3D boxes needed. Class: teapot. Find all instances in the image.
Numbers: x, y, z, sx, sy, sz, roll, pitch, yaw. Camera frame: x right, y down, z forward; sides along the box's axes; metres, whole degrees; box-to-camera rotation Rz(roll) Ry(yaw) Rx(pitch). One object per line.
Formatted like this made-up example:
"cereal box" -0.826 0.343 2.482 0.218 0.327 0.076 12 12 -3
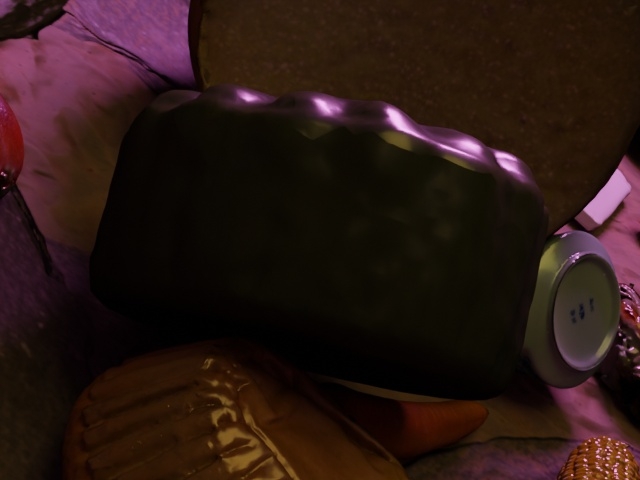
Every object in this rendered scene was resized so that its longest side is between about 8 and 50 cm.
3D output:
"teapot" 0.210 0.068 1.658 0.232 0.159 0.159 -27 68 -42

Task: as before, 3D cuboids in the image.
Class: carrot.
"carrot" 0.074 0.164 1.449 0.271 0.066 0.062 11 83 -43

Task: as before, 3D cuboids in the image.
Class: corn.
"corn" 0.238 0.258 1.460 0.091 0.091 0.260 4 24 18

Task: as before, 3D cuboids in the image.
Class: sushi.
"sushi" 0.360 0.141 1.749 0.226 0.103 0.097 49 5 23

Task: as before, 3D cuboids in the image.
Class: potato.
"potato" 0.086 -0.212 1.664 0.442 0.385 0.319 23 13 -14

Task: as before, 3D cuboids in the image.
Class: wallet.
"wallet" 0.327 -0.078 2.069 0.124 0.032 0.183 42 28 6

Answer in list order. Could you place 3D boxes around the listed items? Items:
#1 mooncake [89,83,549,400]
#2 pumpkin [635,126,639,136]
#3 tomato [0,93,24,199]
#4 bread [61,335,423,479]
"mooncake" 0.000 0.000 1.305 0.356 0.356 0.194 20 79 -28
"pumpkin" 0.500 -0.181 2.292 0.202 0.140 0.202 30 16 -9
"tomato" -0.309 -0.092 1.345 0.139 0.091 0.159 43 32 10
"bread" -0.056 0.179 1.196 0.274 0.149 0.274 34 27 -19
